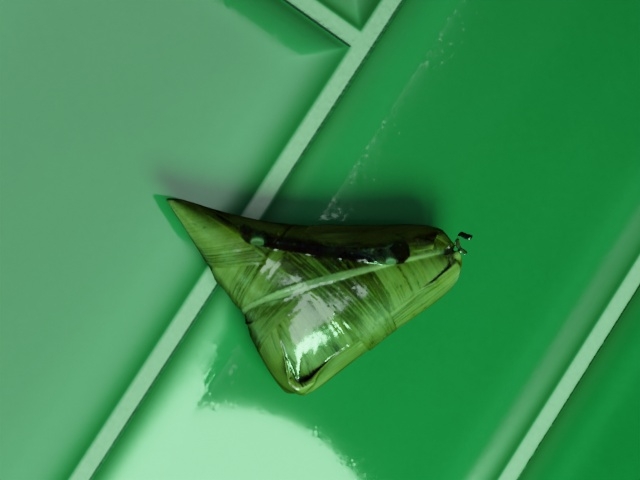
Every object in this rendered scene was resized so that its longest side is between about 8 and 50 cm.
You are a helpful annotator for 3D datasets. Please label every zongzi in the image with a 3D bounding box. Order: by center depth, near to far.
[{"bbox_3d":[0.002,-0.002,1.439,0.205,0.094,0.204,-35,93,-13],"label":"zongzi"}]
